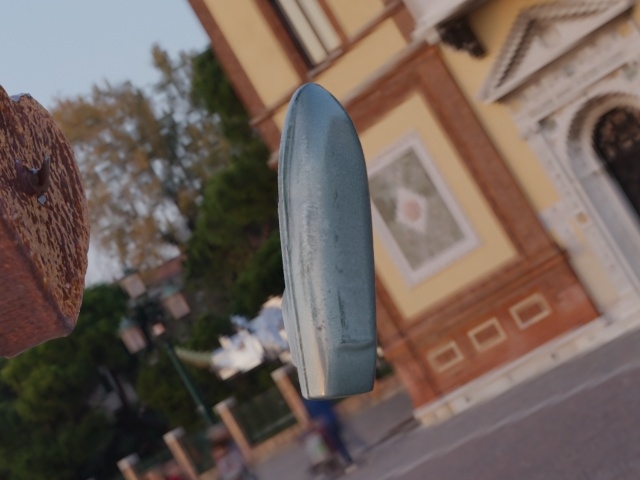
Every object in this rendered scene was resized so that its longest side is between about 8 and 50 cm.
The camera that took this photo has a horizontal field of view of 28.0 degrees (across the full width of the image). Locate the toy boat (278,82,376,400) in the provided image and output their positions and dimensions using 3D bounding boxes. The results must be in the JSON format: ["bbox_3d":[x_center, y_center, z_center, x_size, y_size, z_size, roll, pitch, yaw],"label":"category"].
[{"bbox_3d":[0.000,0.000,1.056,0.078,0.261,0.085,-3,-1,-35],"label":"toy boat"}]

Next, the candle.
[{"bbox_3d":[-0.315,-0.032,1.287,0.131,0.287,0.317,-19,-13,8],"label":"candle"}]
